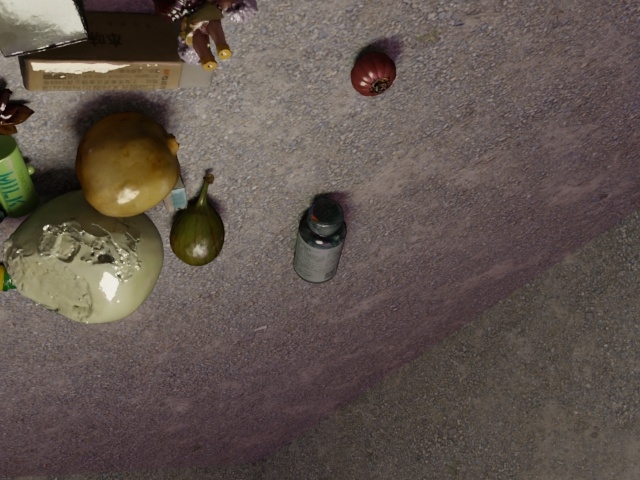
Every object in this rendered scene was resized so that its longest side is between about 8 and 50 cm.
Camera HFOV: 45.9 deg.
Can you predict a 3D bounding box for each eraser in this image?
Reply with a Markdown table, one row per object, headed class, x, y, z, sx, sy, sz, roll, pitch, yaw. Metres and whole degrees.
| class | x | y | z | sx | sy | sz | roll | pitch | yaw |
| --- | --- | --- | --- | --- | --- | --- | --- | --- | --- |
| eraser | -0.376 | -0.350 | 1.401 | 0.343 | 0.144 | 0.078 | -7 | 146 | -25 |

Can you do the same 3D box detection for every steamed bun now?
| class | x | y | z | sx | sy | sz | roll | pitch | yaw |
| --- | --- | --- | --- | --- | --- | --- | --- | --- | --- |
| steamed bun | -0.519 | 0.006 | 1.719 | 0.333 | 0.312 | 0.233 | 21 | 125 | -7 |

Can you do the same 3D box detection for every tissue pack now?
| class | x | y | z | sx | sy | sz | roll | pitch | yaw |
| --- | --- | --- | --- | --- | --- | --- | --- | --- | --- |
| tissue pack | -0.363 | -0.123 | 1.854 | 0.058 | 0.074 | 0.094 | -17 | 153 | -13 |

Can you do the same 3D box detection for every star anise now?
| class | x | y | z | sx | sy | sz | roll | pitch | yaw |
| --- | --- | --- | --- | --- | --- | --- | --- | --- | --- |
| star anise | -0.650 | -0.247 | 1.484 | 0.168 | 0.057 | 0.168 | -15 | 149 | -10 |

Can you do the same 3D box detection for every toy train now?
| class | x | y | z | sx | sy | sz | roll | pitch | yaw |
| --- | --- | --- | --- | --- | --- | --- | --- | --- | --- |
| toy train | -0.691 | -0.128 | 1.623 | 0.157 | 0.105 | 0.253 | -26 | 155 | -19 |

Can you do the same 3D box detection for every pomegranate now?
| class | x | y | z | sx | sy | sz | roll | pitch | yaw |
| --- | --- | --- | --- | --- | --- | --- | --- | --- | --- |
| pomegranate | -0.414 | -0.163 | 1.618 | 0.233 | 0.233 | 0.233 | -16 | 150 | -9 |

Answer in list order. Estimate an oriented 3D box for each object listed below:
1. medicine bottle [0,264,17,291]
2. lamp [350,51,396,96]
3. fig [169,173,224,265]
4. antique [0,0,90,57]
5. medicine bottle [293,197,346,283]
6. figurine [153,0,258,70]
| class | x | y | z | sx | sy | sz | roll | pitch | yaw |
| --- | --- | --- | --- | --- | --- | --- | --- | --- | --- |
| medicine bottle | -0.829 | 0.094 | 1.918 | 0.309 | 0.076 | 0.111 | -4 | 147 | -30 |
| lamp | 0.120 | -0.377 | 1.719 | 0.107 | 0.092 | 0.107 | -16 | 148 | -10 |
| fig | -0.322 | -0.063 | 1.952 | 0.151 | 0.151 | 0.259 | -11 | 124 | -18 |
| antique | -0.473 | -0.410 | 1.233 | 0.152 | 0.148 | 0.147 | -16 | 149 | -8 |
| medicine bottle | 0.000 | 0.000 | 2.218 | 0.141 | 0.141 | 0.293 | -12 | 150 | -15 |
| figurine | -0.214 | -0.406 | 1.319 | 0.174 | 0.240 | 0.116 | -30 | 169 | 19 |
